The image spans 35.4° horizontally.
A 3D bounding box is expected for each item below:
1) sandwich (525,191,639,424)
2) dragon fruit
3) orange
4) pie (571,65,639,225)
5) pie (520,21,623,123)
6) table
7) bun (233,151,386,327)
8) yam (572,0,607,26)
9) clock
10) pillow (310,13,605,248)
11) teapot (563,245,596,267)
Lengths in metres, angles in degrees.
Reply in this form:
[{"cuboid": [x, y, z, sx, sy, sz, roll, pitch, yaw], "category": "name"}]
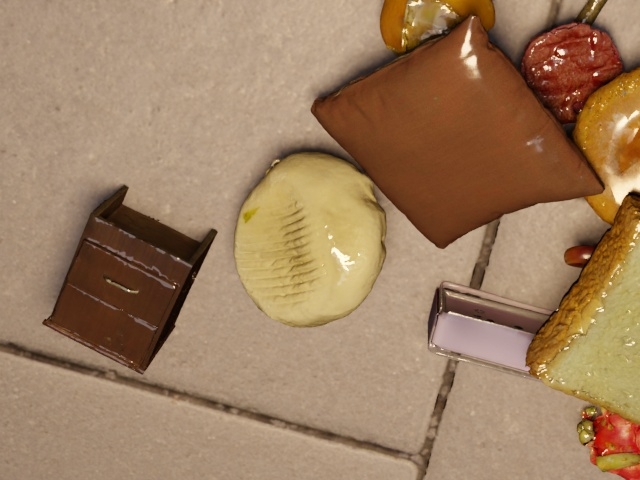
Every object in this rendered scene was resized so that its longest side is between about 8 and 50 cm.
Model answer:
[{"cuboid": [0.439, 0.108, 1.316, 0.249, 0.095, 0.273, 23, 116, -9], "category": "sandwich"}, {"cuboid": [0.479, 0.296, 1.501, 0.172, 0.160, 0.166, -22, 146, 18], "category": "dragon fruit"}, {"cuboid": [0.155, -0.299, 1.355, 0.156, 0.134, 0.157, 4, 101, 20], "category": "orange"}, {"cuboid": [0.462, -0.112, 1.313, 0.273, 0.069, 0.273, 5, 105, 18], "category": "pie"}, {"cuboid": [0.342, -0.230, 1.380, 0.153, 0.038, 0.153, -3, 122, -6], "category": "pie"}, {"cuboid": [-0.283, 0.056, 1.514, 0.169, 0.172, 0.193, 27, 111, -1], "category": "table"}, {"cuboid": [0.000, 0.000, 1.455, 0.259, 0.160, 0.259, 10, 104, 46], "category": "bun"}, {"cuboid": [0.355, -0.296, 1.382, 0.033, 0.027, 0.129, 30, 109, -4], "category": "yam"}, {"cuboid": [0.257, 0.133, 1.480, 0.193, 0.144, 0.073, 15, 105, 3], "category": "clock"}, {"cuboid": [0.184, -0.133, 1.363, 0.305, 0.108, 0.308, 45, 139, -20], "category": "pillow"}, {"cuboid": [0.461, 0.037, 1.424, 0.252, 0.135, 0.178, 6, 76, -10], "category": "teapot"}]
